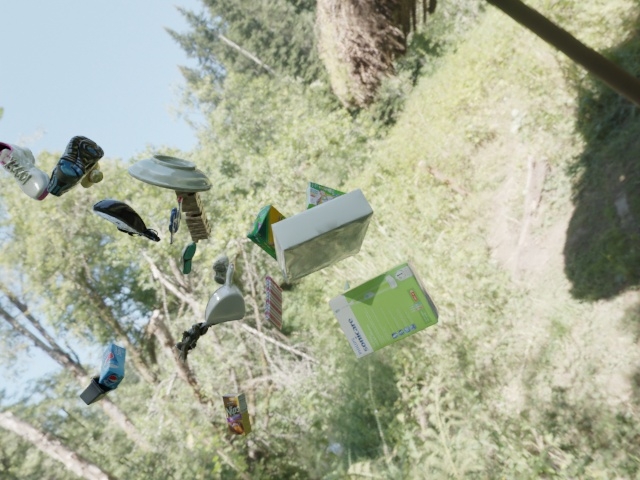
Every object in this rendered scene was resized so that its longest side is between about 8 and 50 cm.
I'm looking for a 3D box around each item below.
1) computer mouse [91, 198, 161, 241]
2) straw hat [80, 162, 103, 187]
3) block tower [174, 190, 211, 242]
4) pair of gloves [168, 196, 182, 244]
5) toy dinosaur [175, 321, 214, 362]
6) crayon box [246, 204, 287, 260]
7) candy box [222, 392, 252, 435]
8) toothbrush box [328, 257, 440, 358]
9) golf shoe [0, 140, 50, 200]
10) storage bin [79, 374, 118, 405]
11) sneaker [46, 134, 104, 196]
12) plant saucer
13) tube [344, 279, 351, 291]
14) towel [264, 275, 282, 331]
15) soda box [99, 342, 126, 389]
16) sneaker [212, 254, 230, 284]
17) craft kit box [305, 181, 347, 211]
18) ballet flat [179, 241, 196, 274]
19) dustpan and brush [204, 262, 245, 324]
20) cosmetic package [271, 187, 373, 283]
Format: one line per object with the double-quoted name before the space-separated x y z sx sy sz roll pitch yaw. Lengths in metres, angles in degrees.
"computer mouse" -0.694 -0.084 1.679 0.272 0.189 0.072 62 -134 -67
"straw hat" -1.084 -0.310 2.284 0.144 0.061 0.144 21 -90 -84
"block tower" -0.652 -0.153 2.436 0.091 0.097 0.335 -90 -8 -59
"pair of gloves" -0.585 -0.079 1.904 0.198 0.023 0.159 -97 19 -63
"toy dinosaur" -0.635 0.471 2.421 0.313 0.121 0.160 -52 11 -21
"crayon box" -0.182 -0.010 2.136 0.081 0.278 0.165 -11 47 45
"candy box" -0.396 0.819 2.241 0.109 0.186 0.053 -13 -3 35
"toothbrush box" 0.202 0.212 1.498 0.283 0.206 0.122 -30 -4 16
"golf shoe" -1.133 -0.263 1.786 0.115 0.306 0.140 -48 -24 2
"storage bin" -0.907 0.602 1.917 0.091 0.098 0.135 -44 -5 -7
"sneaker" -0.940 -0.291 1.803 0.140 0.125 0.340 -42 24 21
"plant saucer" -0.712 -0.338 2.287 0.400 0.401 0.100 -47 -27 -73
"tube" 0.138 0.272 2.300 0.070 0.062 0.240 -54 10 13
"towel" -0.192 0.259 1.935 0.144 0.029 0.196 59 -156 -54
"soda box" -0.843 0.508 1.929 0.067 0.071 0.210 -53 27 3
"sneaker" -0.530 0.138 2.583 0.232 0.091 0.115 114 175 -49
"craft kit box" 0.062 -0.145 1.966 0.249 0.247 0.060 -93 24 -62
"ballet flat" -0.536 0.063 1.886 0.057 0.052 0.168 -18 -41 -48
"dustpan and brush" -0.310 0.176 1.593 0.147 0.060 0.211 -3 -55 -36
"cosmetic package" 0.000 0.000 1.508 0.285 0.097 0.377 -25 -17 -11
